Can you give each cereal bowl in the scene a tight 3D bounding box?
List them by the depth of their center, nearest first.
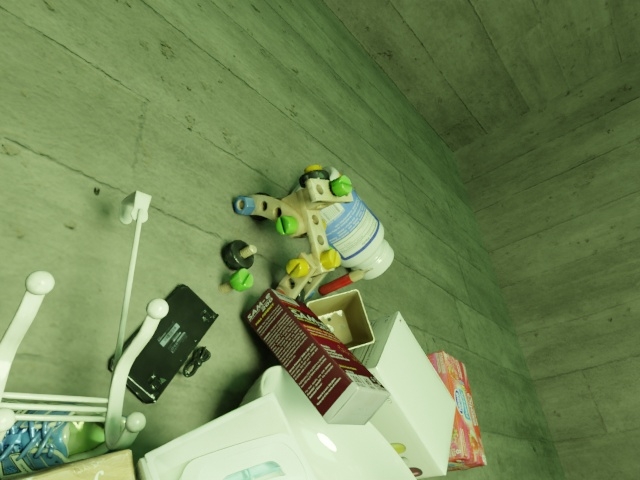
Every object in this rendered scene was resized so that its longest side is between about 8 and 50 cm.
[{"bbox_3d":[0.004,0.347,0.627,0.339,0.141,0.339,40,3,-2],"label":"cereal bowl"}]

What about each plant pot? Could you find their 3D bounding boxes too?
[{"bbox_3d":[0.032,0.174,0.899,0.109,0.096,0.109,-13,72,-13],"label":"plant pot"}]

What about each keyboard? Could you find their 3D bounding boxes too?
[{"bbox_3d":[-0.210,0.151,0.642,0.108,0.023,0.180,47,33,-12],"label":"keyboard"}]

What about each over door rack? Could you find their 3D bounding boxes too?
[{"bbox_3d":[-0.279,0.024,0.427,0.240,0.108,0.324,24,40,-41],"label":"over door rack"}]

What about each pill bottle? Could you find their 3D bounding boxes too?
[{"bbox_3d":[0.057,-0.032,1.068,0.272,0.152,0.152,47,33,-26],"label":"pill bottle"}]

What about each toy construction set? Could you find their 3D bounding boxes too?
[{"bbox_3d":[0.000,0.000,0.870,0.309,0.237,0.257,32,42,-42],"label":"toy construction set"}]

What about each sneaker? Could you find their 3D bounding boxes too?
[{"bbox_3d":[-0.289,0.187,0.430,0.211,0.081,0.080,18,53,-49],"label":"sneaker"}]

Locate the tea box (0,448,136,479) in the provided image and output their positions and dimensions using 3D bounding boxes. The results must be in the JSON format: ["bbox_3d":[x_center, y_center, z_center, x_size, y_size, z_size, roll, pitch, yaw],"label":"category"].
[{"bbox_3d":[-0.272,0.321,0.207,0.329,0.220,0.323,9,57,-54],"label":"tea box"}]

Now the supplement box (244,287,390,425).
[{"bbox_3d":[-0.009,0.189,0.738,0.239,0.073,0.130,41,3,36],"label":"supplement box"}]

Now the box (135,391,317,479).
[{"bbox_3d":[-0.082,0.308,0.403,0.127,0.262,0.231,-16,62,-37],"label":"box"}]

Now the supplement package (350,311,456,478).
[{"bbox_3d":[0.149,0.324,0.932,0.261,0.145,0.204,57,30,-8],"label":"supplement package"}]

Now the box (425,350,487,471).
[{"bbox_3d":[0.306,0.426,1.112,0.128,0.123,0.256,36,39,-37],"label":"box"}]
